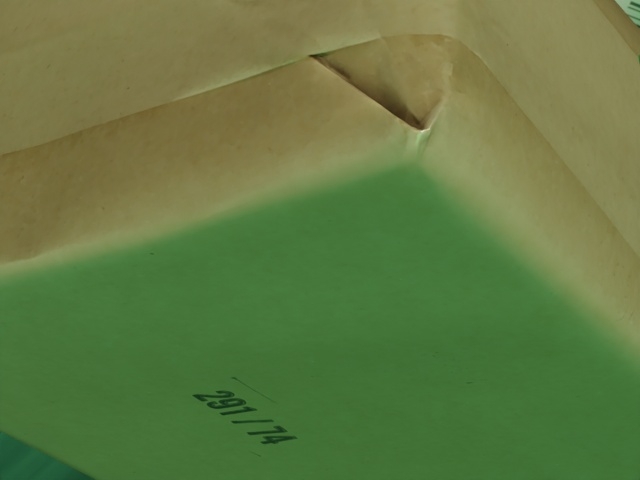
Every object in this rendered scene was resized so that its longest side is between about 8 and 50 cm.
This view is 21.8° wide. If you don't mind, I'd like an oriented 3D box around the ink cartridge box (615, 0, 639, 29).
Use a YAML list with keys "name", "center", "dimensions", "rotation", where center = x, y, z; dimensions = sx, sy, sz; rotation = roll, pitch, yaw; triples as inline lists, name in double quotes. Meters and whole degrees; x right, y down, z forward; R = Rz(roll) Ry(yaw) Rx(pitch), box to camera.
- name: "ink cartridge box"
  center: [0.105, -0.230, 0.734]
  dimensions: [0.384, 0.160, 0.279]
  rotation: [17, 115, -23]

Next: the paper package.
- name: "paper package"
  center: [0.000, 0.000, 0.710]
  dimensions: [0.309, 0.168, 0.325]
  rotation: [-13, 147, 31]
